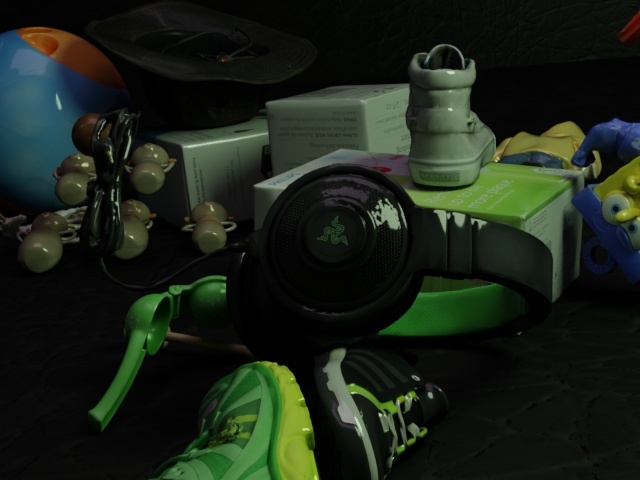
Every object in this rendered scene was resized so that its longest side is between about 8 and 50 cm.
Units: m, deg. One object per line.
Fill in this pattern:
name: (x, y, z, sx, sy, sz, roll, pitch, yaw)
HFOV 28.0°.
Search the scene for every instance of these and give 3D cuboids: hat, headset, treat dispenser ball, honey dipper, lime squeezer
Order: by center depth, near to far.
headset: (0.000, 0.000, 1.069, 0.394, 0.185, 0.243, 7, -19, -15)
lime squeezer: (-0.103, 0.072, 1.162, 0.310, 0.059, 0.110, -22, 27, -38)
honey dipper: (-0.118, 0.094, 1.217, 0.160, 0.030, 0.030, 5, 17, 34)
hat: (-0.175, -0.236, 1.852, 0.331, 0.134, 0.331, 6, 28, -3)
treat dispenser ball: (-0.428, -0.180, 1.957, 0.288, 0.288, 0.288, -6, 13, 1)

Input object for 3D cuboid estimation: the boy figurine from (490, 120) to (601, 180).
boy figurine: (0.291, -0.097, 1.720, 0.177, 0.092, 0.285, 0, 14, 25)

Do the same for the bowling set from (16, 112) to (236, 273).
bowling set: (-0.254, -0.078, 1.641, 0.287, 0.200, 0.154, -3, 20, -3)

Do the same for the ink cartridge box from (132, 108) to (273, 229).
ink cartridge box: (-0.093, -0.115, 1.877, 0.307, 0.129, 0.223, -12, 14, -25)

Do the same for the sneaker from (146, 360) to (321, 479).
sneaker: (-0.063, 0.151, 0.778, 0.123, 0.109, 0.295, -3, 13, -5)

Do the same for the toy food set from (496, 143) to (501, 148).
toy food set: (0.300, -0.127, 1.949, 0.192, 0.039, 0.132, -11, 14, -21)

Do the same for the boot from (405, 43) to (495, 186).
boot: (0.136, -0.140, 1.323, 0.095, 0.123, 0.258, 1, 14, 6)

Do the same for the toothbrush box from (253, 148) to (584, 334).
toothbrush box: (0.102, -0.008, 1.305, 0.283, 0.122, 0.206, 6, 17, 27)

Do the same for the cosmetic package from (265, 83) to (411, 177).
cosmetic package: (0.040, -0.096, 1.618, 0.151, 0.184, 0.151, 3, 16, 35)

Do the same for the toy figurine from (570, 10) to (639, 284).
toy figurine: (0.359, -0.020, 1.230, 0.217, 0.362, 0.191, -44, -22, 29)

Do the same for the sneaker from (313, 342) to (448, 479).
sneaker: (0.045, 0.117, 0.929, 0.097, 0.084, 0.235, -5, 13, 0)

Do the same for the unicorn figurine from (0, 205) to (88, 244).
unicorn figurine: (-0.372, -0.020, 1.780, 0.111, 0.060, 0.162, -4, -3, 12)
